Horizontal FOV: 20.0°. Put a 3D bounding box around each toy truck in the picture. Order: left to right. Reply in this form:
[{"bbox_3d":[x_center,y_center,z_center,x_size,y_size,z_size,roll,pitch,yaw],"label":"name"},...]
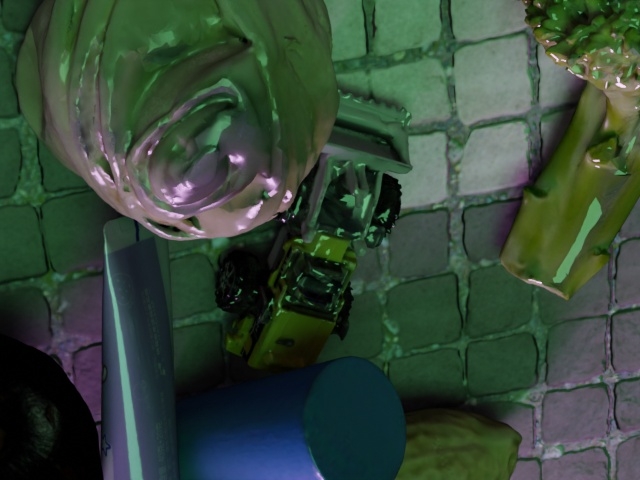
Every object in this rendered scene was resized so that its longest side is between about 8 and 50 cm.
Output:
[{"bbox_3d":[0.000,0.000,1.750,0.136,0.111,0.286,14,113,-24],"label":"toy truck"}]

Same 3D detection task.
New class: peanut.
[{"bbox_3d":[0.061,0.259,1.891,0.325,0.140,0.153,-13,148,-15],"label":"peanut"}]

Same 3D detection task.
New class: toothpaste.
[{"bbox_3d":[-0.170,0.155,1.732,0.080,0.125,0.371,6,103,21],"label":"toothpaste"}]

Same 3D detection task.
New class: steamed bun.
[{"bbox_3d":[-0.122,-0.128,1.595,0.280,0.207,0.268,30,106,-25],"label":"steamed bun"}]

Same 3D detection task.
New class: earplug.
[{"bbox_3d":[-0.058,0.193,1.768,0.132,0.273,0.132,11,73,-42],"label":"earplug"}]

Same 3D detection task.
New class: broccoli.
[{"bbox_3d":[0.283,-0.142,1.728,0.397,0.275,0.353,-28,105,23],"label":"broccoli"}]

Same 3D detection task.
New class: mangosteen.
[{"bbox_3d":[-0.340,0.226,1.693,0.287,0.233,0.288,1,126,1],"label":"mangosteen"}]
